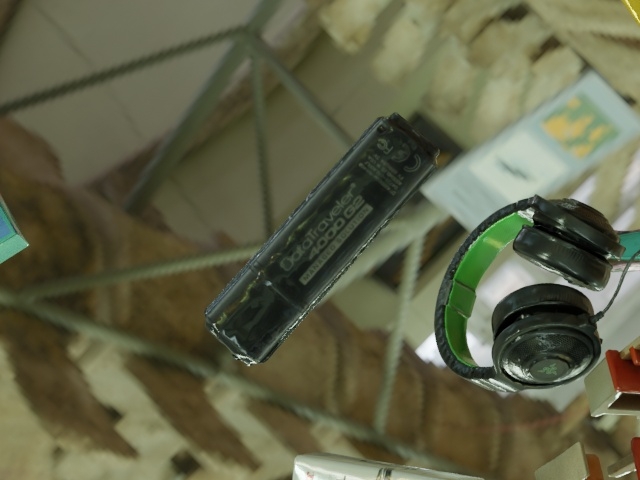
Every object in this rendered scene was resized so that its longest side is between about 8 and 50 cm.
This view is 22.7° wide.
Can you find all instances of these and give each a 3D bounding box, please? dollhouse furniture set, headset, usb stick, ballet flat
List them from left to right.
[{"bbox_3d":[0.000,0.000,1.512,0.077,0.278,0.045,42,-176,0],"label":"usb stick"},{"bbox_3d":[0.307,0.071,1.931,0.185,0.243,0.394,27,160,-31],"label":"headset"},{"bbox_3d":[0.406,0.020,2.212,0.221,0.077,0.079,-1,151,38],"label":"ballet flat"},{"bbox_3d":[0.387,0.245,1.804,0.262,0.135,0.259,6,-122,-25],"label":"dollhouse furniture set"}]

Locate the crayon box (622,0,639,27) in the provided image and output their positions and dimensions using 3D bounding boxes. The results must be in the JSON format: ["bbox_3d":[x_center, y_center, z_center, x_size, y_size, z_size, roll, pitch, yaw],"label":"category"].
[{"bbox_3d":[0.404,-0.288,1.840,0.202,0.081,0.318,59,-159,9],"label":"crayon box"}]

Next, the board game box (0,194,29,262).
[{"bbox_3d":[-0.483,-0.040,1.992,0.210,0.160,0.047,58,178,22],"label":"board game box"}]

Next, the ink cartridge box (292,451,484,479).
[{"bbox_3d":[0.068,0.324,1.773,0.203,0.148,0.086,5,178,23],"label":"ink cartridge box"}]
